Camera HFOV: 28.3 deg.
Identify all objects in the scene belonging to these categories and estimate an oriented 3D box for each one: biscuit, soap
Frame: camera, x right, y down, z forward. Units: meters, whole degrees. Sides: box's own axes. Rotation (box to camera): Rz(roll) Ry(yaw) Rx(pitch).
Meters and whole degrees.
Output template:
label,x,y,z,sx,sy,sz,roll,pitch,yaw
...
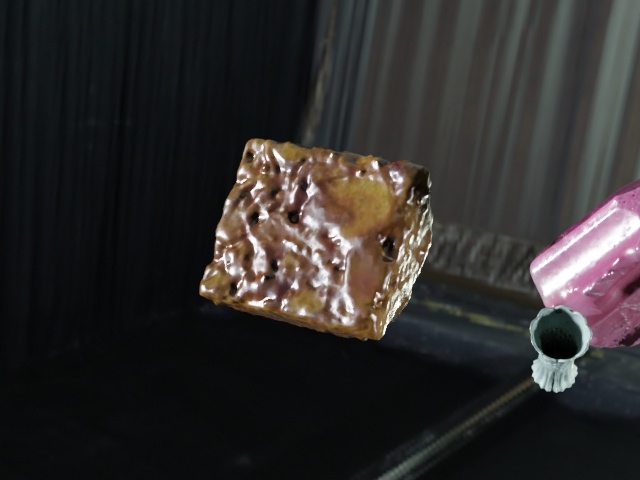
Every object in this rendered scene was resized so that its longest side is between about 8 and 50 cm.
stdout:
label,x,y,z,sx,sy,sz,roll,pitch,yaw
biscuit,0.000,0.000,2.365,0.395,0.343,0.166,13,168,29
soap,0.452,0.026,1.740,0.220,0.325,0.127,19,-138,-31

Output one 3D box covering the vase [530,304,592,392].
label,x,y,z,sx,sy,sz,roll,pitch,yaw
vase,0.319,0.153,1.708,0.081,0.081,0.149,13,155,14
